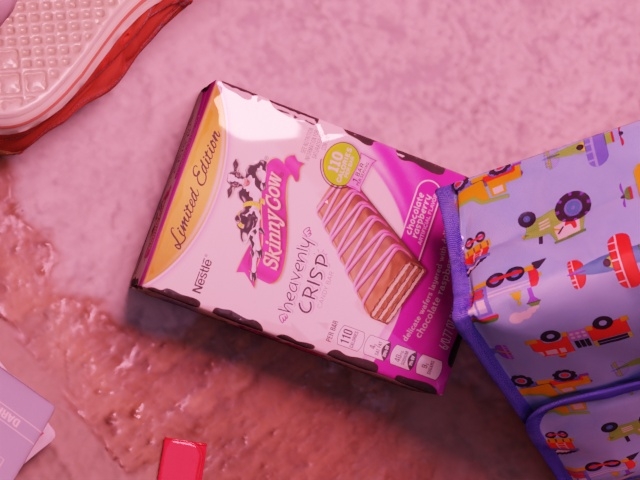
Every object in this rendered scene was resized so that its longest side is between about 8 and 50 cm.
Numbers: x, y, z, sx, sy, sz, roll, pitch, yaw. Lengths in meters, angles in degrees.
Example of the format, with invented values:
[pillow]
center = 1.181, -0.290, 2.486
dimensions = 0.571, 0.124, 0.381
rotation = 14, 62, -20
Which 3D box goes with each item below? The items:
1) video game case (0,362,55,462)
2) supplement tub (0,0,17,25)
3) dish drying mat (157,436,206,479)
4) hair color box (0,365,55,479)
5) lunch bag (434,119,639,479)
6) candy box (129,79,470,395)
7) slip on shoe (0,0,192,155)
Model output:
[video game case]
center = -0.354, 0.144, 1.296
dimensions = 0.285, 0.025, 0.204
rotation = -39, 97, -13
[supplement tub]
center = -0.245, -0.301, 1.211
dimensions = 0.228, 0.228, 0.316
rotation = 27, 62, -11
[dish drying mat]
center = -0.103, 0.185, 1.364
dimensions = 0.032, 0.008, 0.083
rotation = 10, 85, -12
[hair color box]
center = -0.306, 0.229, 1.094
dimensions = 0.114, 0.185, 0.374
rotation = 37, 37, -10
[lunch bag]
center = 0.237, 0.067, 1.330
dimensions = 0.221, 0.138, 0.293
rotation = -18, 132, 14
[candy box]
center = 0.000, 0.000, 1.365
dimensions = 0.233, 0.071, 0.159
rotation = 20, 83, -11
[slip on shoe]
center = -0.143, -0.185, 1.331
dimensions = 0.123, 0.101, 0.331
rotation = 38, 66, 6
